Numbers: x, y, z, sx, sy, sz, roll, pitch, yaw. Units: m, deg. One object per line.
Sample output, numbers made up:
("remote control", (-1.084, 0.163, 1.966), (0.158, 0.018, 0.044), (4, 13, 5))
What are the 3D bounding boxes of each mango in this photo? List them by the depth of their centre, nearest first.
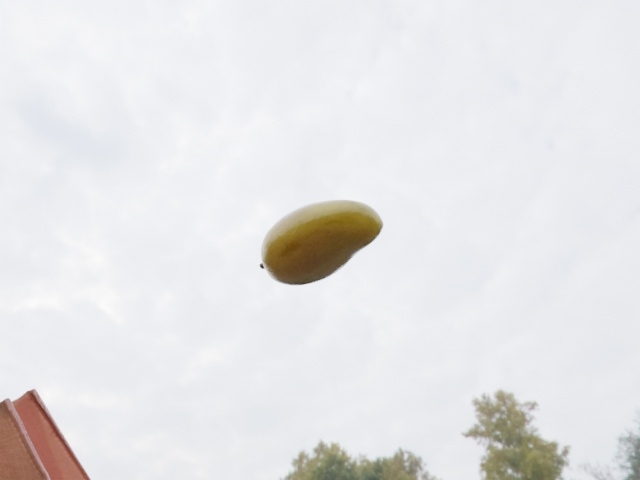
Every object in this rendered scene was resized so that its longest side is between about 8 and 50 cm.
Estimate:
("mango", (0.000, 0.000, 0.591), (0.160, 0.076, 0.103), (-27, -39, 33))

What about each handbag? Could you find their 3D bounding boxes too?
("handbag", (-0.303, 0.240, 0.419), (0.212, 0.059, 0.157), (-32, -93, 3))
